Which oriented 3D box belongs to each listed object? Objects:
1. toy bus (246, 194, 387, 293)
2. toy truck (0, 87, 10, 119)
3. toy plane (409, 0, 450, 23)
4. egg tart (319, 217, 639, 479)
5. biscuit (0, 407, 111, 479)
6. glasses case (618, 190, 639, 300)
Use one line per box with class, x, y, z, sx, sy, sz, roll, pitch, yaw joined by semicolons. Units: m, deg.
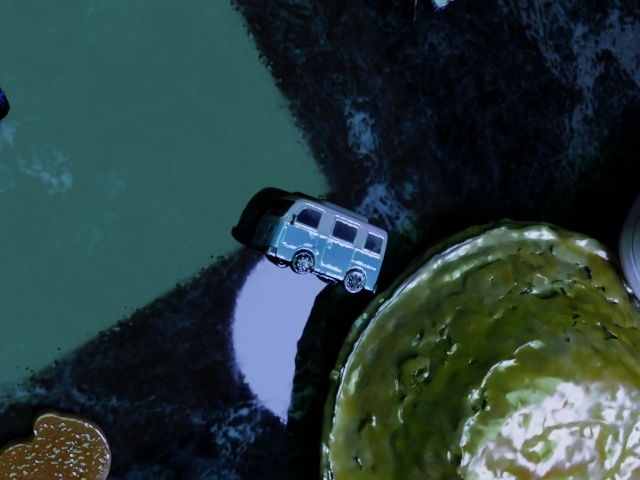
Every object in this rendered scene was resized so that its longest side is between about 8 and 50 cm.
toy bus;0.000;0.000;0.744;0.123;0.060;0.075;21;87;-26
toy truck;-0.325;-0.120;0.529;0.161;0.177;0.213;-37;110;-13
toy plane;0.112;-0.270;0.757;0.049;0.031;0.121;3;102;-14
egg tart;0.212;0.195;0.800;0.443;0.178;0.443;-4;101;-19
biscuit;-0.250;0.214;0.705;0.102;0.019;0.130;43;82;-23
glasses case;0.412;-0.041;0.856;0.297;0.075;0.113;-46;108;-32
